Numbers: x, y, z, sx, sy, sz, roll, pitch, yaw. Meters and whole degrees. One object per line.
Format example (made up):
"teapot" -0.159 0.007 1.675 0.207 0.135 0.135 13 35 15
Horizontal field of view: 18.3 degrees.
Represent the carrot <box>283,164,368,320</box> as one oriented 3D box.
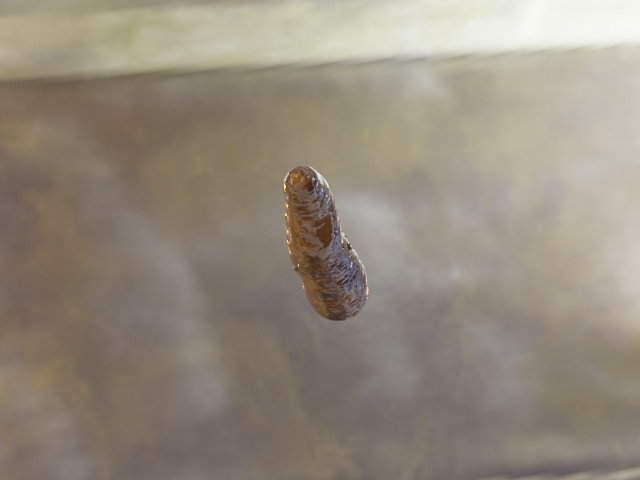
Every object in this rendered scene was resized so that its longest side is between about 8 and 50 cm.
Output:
"carrot" -0.001 0.001 1.025 0.035 0.036 0.165 -12 -26 5
